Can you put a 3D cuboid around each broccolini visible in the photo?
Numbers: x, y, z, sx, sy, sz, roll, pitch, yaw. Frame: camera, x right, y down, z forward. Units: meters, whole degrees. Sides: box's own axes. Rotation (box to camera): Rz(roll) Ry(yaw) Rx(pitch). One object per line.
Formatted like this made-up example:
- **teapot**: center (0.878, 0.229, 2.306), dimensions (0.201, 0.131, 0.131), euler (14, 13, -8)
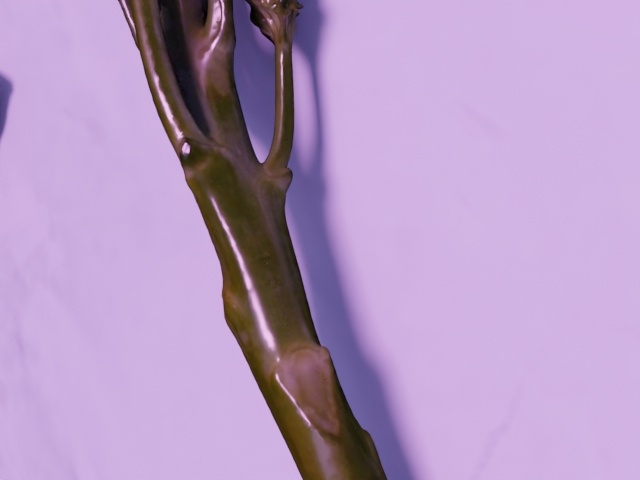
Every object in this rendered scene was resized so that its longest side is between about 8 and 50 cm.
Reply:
- **broccolini**: center (-0.001, -0.001, 0.568), dimensions (0.074, 0.079, 0.392), euler (-28, 79, 28)
